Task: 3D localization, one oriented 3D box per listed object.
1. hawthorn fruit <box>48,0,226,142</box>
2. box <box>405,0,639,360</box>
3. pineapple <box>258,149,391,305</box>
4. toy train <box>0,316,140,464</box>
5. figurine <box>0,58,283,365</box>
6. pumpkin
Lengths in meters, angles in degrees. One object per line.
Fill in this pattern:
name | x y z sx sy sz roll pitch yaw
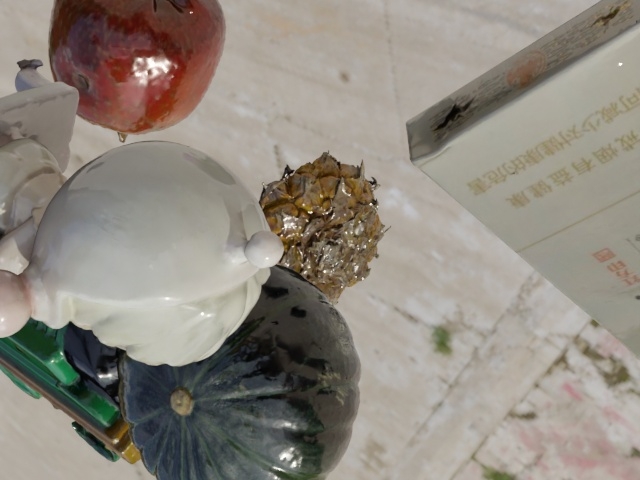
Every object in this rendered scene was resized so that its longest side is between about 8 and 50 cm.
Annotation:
hawthorn fruit | -0.285 -0.292 1.749 0.275 0.275 0.299 27 117 27
box | 0.255 -0.027 0.862 0.205 0.051 0.365 -31 131 28
pineapple | 0.000 0.000 1.346 0.076 0.225 0.225 38 152 40
toy train | -0.300 0.095 1.339 0.429 0.178 0.249 27 158 32
figurine | -0.125 -0.014 0.668 0.257 0.144 0.182 21 -173 23
pumpkin | -0.074 0.142 1.095 0.250 0.250 0.216 28 178 26
